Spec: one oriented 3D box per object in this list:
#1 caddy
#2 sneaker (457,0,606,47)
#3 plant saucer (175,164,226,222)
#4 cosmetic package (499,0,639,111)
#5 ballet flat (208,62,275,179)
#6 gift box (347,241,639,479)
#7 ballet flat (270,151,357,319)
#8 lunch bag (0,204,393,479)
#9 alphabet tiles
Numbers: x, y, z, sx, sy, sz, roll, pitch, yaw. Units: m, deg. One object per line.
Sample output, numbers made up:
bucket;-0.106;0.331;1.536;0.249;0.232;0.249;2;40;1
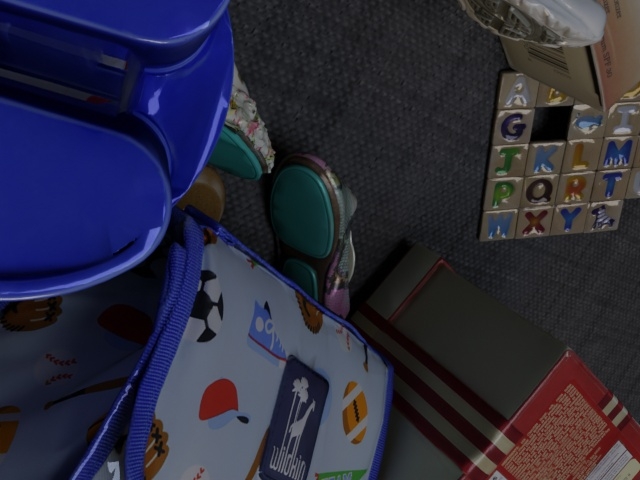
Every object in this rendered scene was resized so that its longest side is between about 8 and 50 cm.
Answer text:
caddy;-0.202;-0.106;0.461;0.341;0.179;0.241;15;96;-19
sneaker;0.126;-0.231;0.687;0.232;0.090;0.115;32;86;-10
plant saucer;-0.109;-0.022;0.753;0.083;0.015;0.083;-22;131;-28
cosmetic package;0.296;-0.274;0.830;0.296;0.129;0.153;-43;136;-8
ballet flat;-0.103;-0.118;0.647;0.241;0.091;0.077;31;74;-51
gift box;0.135;0.194;0.928;0.255;0.258;0.276;-45;129;-6
ballet flat;0.000;0.000;0.828;0.079;0.077;0.221;-41;145;-37
lunch bag;-0.135;0.184;0.710;0.385;0.239;0.328;-49;142;-1
alphabet tiles;0.287;-0.090;0.971;0.237;0.009;0.198;-5;125;-8
